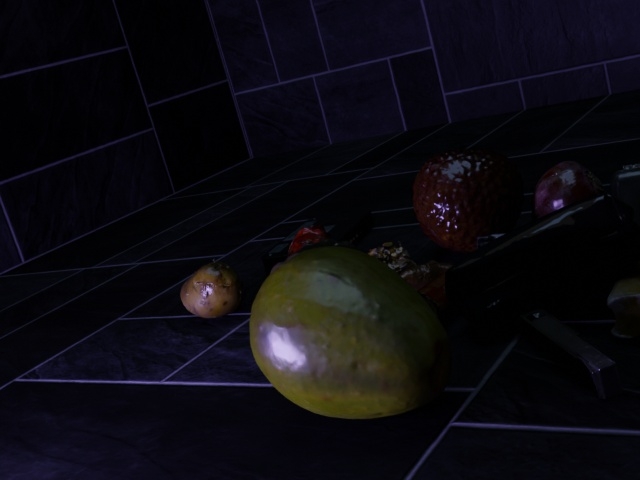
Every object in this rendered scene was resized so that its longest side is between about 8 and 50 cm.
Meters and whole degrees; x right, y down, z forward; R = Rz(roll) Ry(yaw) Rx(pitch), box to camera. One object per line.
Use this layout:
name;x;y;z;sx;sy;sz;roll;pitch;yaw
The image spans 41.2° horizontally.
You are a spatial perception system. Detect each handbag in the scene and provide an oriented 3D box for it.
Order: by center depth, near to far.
handbag;0.396;0.037;1.493;0.342;0.152;0.288;-26;-5;22

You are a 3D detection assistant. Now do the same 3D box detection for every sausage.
sausage;0.257;0.087;1.625;0.083;0.083;0.264;-3;18;41

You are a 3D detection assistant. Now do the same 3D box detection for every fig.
fig;0.048;0.144;1.276;0.258;0.258;0.326;-26;30;-36

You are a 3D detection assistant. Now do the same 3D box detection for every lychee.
lychee;0.333;-0.089;1.916;0.260;0.260;0.260;-15;14;4

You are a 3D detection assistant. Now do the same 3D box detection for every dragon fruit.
dragon fruit;-0.032;0.063;1.969;0.125;0.125;0.246;-45;11;35

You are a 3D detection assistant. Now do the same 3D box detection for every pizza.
pizza;0.141;0.049;1.922;0.147;0.069;0.226;-4;18;46

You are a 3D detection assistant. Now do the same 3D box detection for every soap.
soap;0.561;0.069;1.353;0.160;0.080;0.257;-8;16;32

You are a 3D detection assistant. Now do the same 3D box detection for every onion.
onion;0.528;-0.077;1.869;0.195;0.159;0.159;-42;2;26

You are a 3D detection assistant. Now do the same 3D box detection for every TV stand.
TV stand;0.367;0.163;1.264;0.040;0.049;0.256;-18;15;-5

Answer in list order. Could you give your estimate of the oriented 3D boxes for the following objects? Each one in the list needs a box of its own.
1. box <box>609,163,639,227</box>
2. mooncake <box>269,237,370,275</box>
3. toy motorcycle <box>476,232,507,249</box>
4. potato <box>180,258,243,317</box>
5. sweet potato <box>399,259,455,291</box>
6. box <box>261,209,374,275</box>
box;0.695;-0.090;1.705;0.210;0.148;0.129;-6;8;28
mooncake;0.014;0.112;1.502;0.228;0.228;0.124;-13;6;11
toy motorcycle;0.416;0.007;1.706;0.215;0.080;0.122;1;13;-7
potato;-0.251;0.120;1.969;0.137;0.137;0.176;-22;-6;-25
sweet potato;0.246;0.071;1.738;0.226;0.068;0.068;-9;13;-11
box;0.000;0.000;2.293;0.211;0.058;0.350;-10;14;24
